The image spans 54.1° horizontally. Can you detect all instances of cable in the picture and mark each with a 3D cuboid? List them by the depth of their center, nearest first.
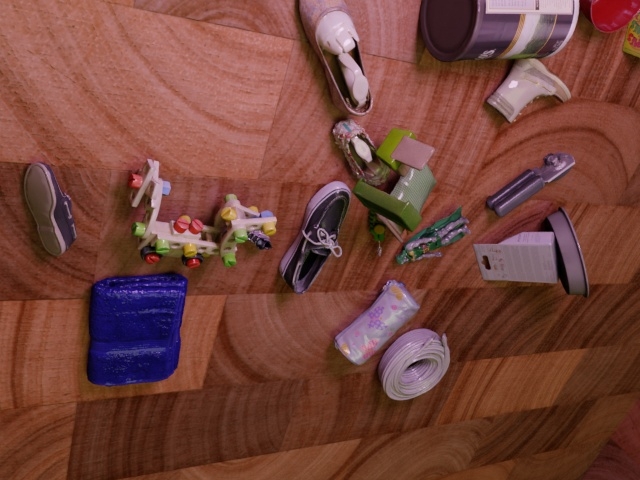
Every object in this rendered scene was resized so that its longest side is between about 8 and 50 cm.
[{"bbox_3d":[0.307,0.410,2.068,0.257,0.089,0.257,-29,133,-6],"label":"cable"}]

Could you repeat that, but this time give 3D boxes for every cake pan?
[{"bbox_3d":[0.759,0.041,1.940,0.054,0.293,0.293,-16,133,13],"label":"cake pan"}]

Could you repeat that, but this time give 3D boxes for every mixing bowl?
[{"bbox_3d":[0.703,-0.614,1.536,0.182,0.098,0.181,-14,128,-19],"label":"mixing bowl"}]

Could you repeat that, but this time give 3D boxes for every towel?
[{"bbox_3d":[-0.442,0.225,1.519,0.228,0.076,0.308,-4,124,-28],"label":"towel"}]

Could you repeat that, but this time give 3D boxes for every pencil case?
[{"bbox_3d":[0.166,0.243,1.850,0.124,0.113,0.273,37,100,-31],"label":"pencil case"}]

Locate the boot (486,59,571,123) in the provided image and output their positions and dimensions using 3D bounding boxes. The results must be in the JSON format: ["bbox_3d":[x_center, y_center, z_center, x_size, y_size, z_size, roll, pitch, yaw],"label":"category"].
[{"bbox_3d":[0.544,-0.374,1.637,0.213,0.077,0.165,25,108,-34],"label":"boot"}]

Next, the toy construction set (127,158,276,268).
[{"bbox_3d":[-0.280,-0.039,1.367,0.328,0.151,0.215,24,134,-31],"label":"toy construction set"}]

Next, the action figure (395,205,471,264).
[{"bbox_3d":[0.319,0.005,1.802,0.232,0.063,0.137,-29,135,-3],"label":"action figure"}]

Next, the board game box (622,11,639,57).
[{"bbox_3d":[0.870,-0.580,1.659,0.043,0.092,0.181,-18,129,-18],"label":"board game box"}]

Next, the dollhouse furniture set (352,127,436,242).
[{"bbox_3d":[0.238,-0.108,1.537,0.197,0.151,0.301,-56,146,-5],"label":"dollhouse furniture set"}]

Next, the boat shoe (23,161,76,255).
[{"bbox_3d":[-0.543,-0.070,1.273,0.065,0.075,0.205,-51,147,-53],"label":"boat shoe"}]

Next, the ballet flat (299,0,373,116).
[{"bbox_3d":[0.049,-0.396,1.323,0.108,0.106,0.316,-32,132,-5],"label":"ballet flat"}]

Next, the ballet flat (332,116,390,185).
[{"bbox_3d":[0.108,-0.198,1.520,0.091,0.077,0.241,-44,133,4],"label":"ballet flat"}]

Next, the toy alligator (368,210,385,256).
[{"bbox_3d":[0.152,-0.039,1.681,0.052,0.056,0.189,15,125,11],"label":"toy alligator"}]

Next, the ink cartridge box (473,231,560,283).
[{"bbox_3d":[0.610,0.053,1.943,0.066,0.233,0.189,-63,142,-33],"label":"ink cartridge box"}]

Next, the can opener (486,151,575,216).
[{"bbox_3d":[0.626,-0.157,1.842,0.284,0.076,0.095,-36,132,0],"label":"can opener"}]

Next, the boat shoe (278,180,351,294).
[{"bbox_3d":[-0.004,-0.001,1.581,0.113,0.105,0.306,21,111,-38],"label":"boat shoe"}]

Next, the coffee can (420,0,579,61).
[{"bbox_3d":[0.390,-0.499,1.374,0.276,0.201,0.201,-9,126,-24],"label":"coffee can"}]

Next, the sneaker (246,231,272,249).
[{"bbox_3d":[-0.156,-0.004,1.517,0.098,0.069,0.038,19,111,-38],"label":"sneaker"}]
